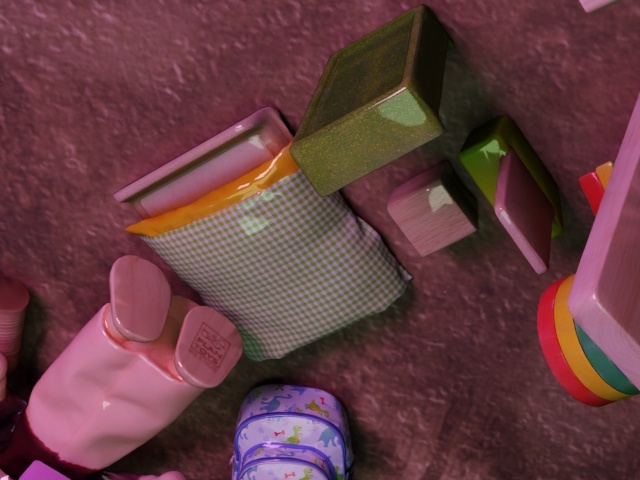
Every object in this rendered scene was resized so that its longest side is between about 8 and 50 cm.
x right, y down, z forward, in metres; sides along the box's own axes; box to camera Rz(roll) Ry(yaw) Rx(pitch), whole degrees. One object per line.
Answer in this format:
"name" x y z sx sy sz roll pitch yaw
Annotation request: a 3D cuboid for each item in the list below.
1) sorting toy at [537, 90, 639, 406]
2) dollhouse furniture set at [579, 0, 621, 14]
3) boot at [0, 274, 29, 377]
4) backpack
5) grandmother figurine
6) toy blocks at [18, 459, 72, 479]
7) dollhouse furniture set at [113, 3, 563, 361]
"sorting toy" 0.259 0.052 1.051 0.089 0.257 0.255 -27 114 42
"dollhouse furniture set" 0.127 -0.362 0.807 0.362 0.256 0.394 -25 114 22
"boot" -0.346 0.073 1.264 0.197 0.073 0.152 25 126 -3
"backpack" -0.024 0.183 1.268 0.105 0.084 0.114 2 119 5
"grandmother figurine" -0.200 0.156 1.258 0.208 0.104 0.342 43 128 -8
"toy blocks" -0.275 0.343 1.179 0.309 0.260 0.288 26 126 9
"dollhouse furniture set" 0.000 0.000 1.112 0.301 0.151 0.197 -28 113 24
